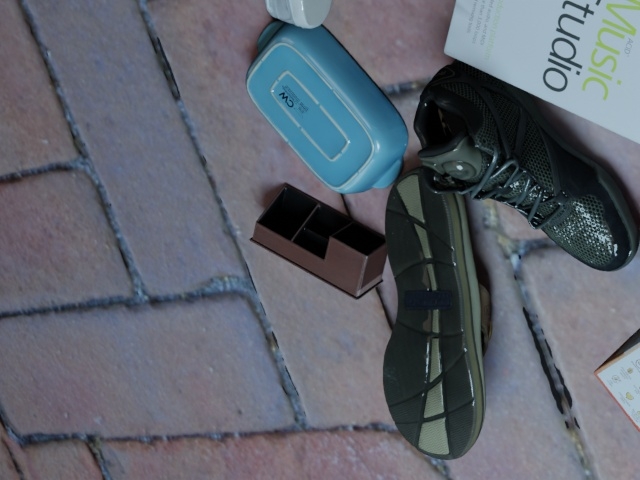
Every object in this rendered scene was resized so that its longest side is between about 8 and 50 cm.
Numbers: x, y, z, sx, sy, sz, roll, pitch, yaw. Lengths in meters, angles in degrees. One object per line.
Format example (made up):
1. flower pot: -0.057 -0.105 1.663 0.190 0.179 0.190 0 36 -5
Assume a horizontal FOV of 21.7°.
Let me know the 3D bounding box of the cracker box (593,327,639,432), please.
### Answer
1. cracker box: 0.337 0.043 1.282 0.067 0.156 0.232 53 133 3

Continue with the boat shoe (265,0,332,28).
1. boat shoe: -0.032 -0.278 1.472 0.063 0.066 0.184 13 130 32

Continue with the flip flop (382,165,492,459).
1. flip flop: 0.115 0.067 1.534 0.112 0.080 0.277 2 99 43

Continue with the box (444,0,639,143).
1. box: 0.262 -0.188 1.283 0.322 0.058 0.232 27 128 23

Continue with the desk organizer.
1. desk organizer: 0.000 0.000 1.603 0.130 0.047 0.050 29 126 23

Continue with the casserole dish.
1. casserole dish: -0.001 -0.120 1.545 0.188 0.037 0.114 50 133 7

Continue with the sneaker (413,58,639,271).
1. sneaker: 0.161 -0.048 1.393 0.227 0.130 0.087 51 136 2
